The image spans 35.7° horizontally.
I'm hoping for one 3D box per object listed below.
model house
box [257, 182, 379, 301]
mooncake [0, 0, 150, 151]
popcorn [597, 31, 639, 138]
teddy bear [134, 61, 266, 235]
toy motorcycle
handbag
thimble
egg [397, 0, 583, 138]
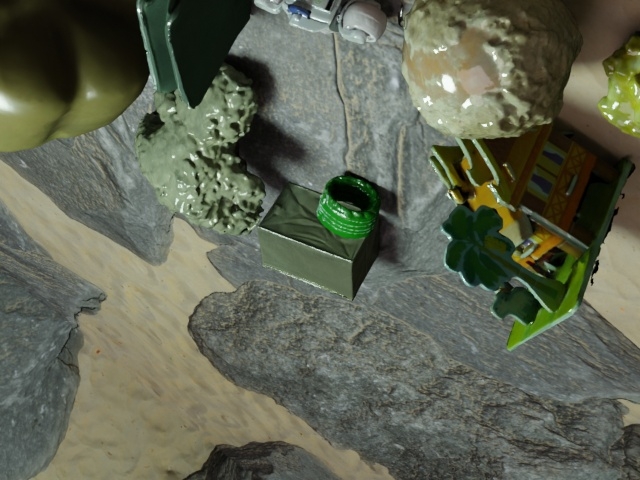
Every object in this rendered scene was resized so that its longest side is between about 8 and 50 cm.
[{"bbox_3d":[0.300,-0.036,1.669,0.312,0.358,0.242,30,152,-3],"label":"model house"},{"bbox_3d":[0.000,0.000,2.197,0.231,0.155,0.149,22,146,18],"label":"box"},{"bbox_3d":[-0.523,-0.399,1.782,0.467,0.467,0.262,41,152,-17],"label":"mooncake"},{"bbox_3d":[0.488,-0.227,1.457,0.173,0.142,0.173,38,174,5],"label":"popcorn"},{"bbox_3d":[-0.223,-0.213,2.045,0.357,0.224,0.367,49,126,11],"label":"teddy bear"},{"bbox_3d":[-0.004,-0.395,1.682,0.254,0.112,0.112,23,149,14],"label":"toy motorcycle"},{"bbox_3d":[-0.199,-0.390,1.687,0.079,0.260,0.247,25,154,14],"label":"handbag"},{"bbox_3d":[0.059,-0.071,2.074,0.130,0.118,0.090,11,145,-3],"label":"thimble"},{"bbox_3d":[0.246,-0.275,1.468,0.279,0.279,0.310,35,-179,-7],"label":"egg"}]
